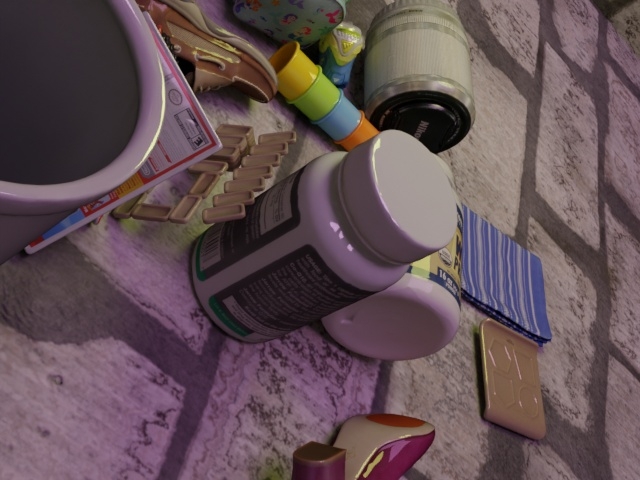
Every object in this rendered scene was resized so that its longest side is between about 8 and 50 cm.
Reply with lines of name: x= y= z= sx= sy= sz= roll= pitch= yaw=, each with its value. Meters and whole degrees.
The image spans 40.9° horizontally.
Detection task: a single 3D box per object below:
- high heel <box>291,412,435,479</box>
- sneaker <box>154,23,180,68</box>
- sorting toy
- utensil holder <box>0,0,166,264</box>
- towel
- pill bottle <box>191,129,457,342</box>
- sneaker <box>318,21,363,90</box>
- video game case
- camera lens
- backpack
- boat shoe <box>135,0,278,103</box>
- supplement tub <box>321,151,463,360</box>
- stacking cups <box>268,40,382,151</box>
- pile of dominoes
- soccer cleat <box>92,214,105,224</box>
high heel: x=0.061 y=0.373 z=1.296 sx=0.377 sy=0.127 sz=0.181 roll=-1 pitch=97 yaw=-53
sneaker: x=-0.313 y=-0.283 z=1.228 sx=0.262 sy=0.125 sz=0.104 roll=37 pitch=62 yaw=-47
sorting toy: x=0.382 y=0.282 z=1.734 sx=0.193 sy=0.038 sz=0.208 roll=28 pitch=54 yaw=-35
utensil holder: x=-0.392 y=-0.110 z=0.823 sx=0.328 sy=0.385 sz=0.327 roll=25 pitch=51 yaw=-36
towel: x=0.388 y=0.065 z=1.864 sx=0.336 sy=0.040 sz=0.243 roll=32 pitch=46 yaw=-32
pill bottle: x=0.000 y=0.000 z=1.211 sx=0.204 sy=0.361 sz=0.204 roll=25 pitch=52 yaw=-36
sneaker: x=0.023 y=-0.365 z=1.689 sx=0.091 sy=0.126 sz=0.240 roll=17 pitch=19 yaw=-6
video game case: x=-0.296 y=-0.139 z=1.094 sx=0.285 sy=0.025 sz=0.204 roll=-31 pitch=99 yaw=-16
camera lens: x=0.197 y=-0.326 z=1.741 sx=0.219 sy=0.219 sz=0.274 roll=28 pitch=49 yaw=-35
backpack: x=-0.036 y=-0.484 z=1.550 sx=0.225 sy=0.254 sz=0.191 roll=21 pitch=54 yaw=-41
boat shoe: x=-0.200 y=-0.297 z=1.387 sx=0.324 sy=0.123 sz=0.116 roll=30 pitch=82 yaw=-43
supplement tub: x=0.126 y=0.017 z=1.449 sx=0.228 sy=0.228 sz=0.316 roll=35 pitch=46 yaw=-30
stacking cups: x=0.030 y=-0.238 z=1.616 sx=0.316 sy=0.096 sz=0.096 roll=39 pitch=44 yaw=-31
pile of dominoes: x=-0.159 y=-0.089 z=1.263 sx=0.251 sy=0.196 sz=0.040 roll=-63 pitch=152 yaw=-46
soccer cleat: x=-0.312 y=-0.058 z=1.171 sx=0.036 sy=0.029 sz=0.083 roll=15 pitch=54 yaw=-32
